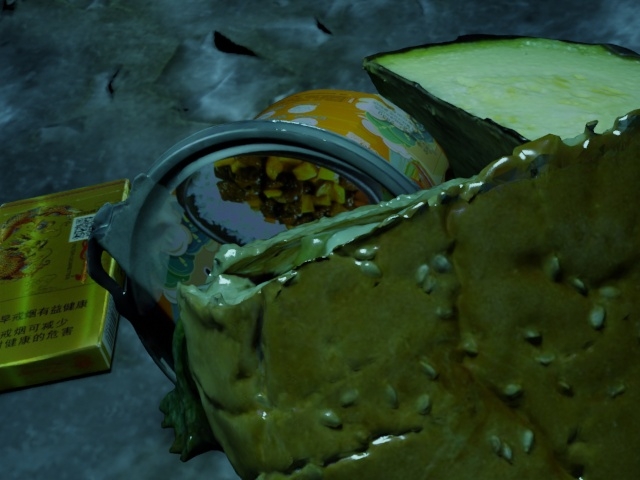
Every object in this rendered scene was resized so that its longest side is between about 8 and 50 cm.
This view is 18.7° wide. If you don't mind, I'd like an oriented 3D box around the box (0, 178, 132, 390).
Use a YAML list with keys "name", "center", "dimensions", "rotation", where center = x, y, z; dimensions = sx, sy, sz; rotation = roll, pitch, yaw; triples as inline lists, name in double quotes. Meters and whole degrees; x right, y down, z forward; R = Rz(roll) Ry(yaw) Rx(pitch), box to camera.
- name: "box"
  center: [-0.157, 0.025, 1.137]
  dimensions: [0.089, 0.022, 0.156]
  rotation: [-12, 37, 9]

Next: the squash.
- name: "squash"
  center: [0.140, -0.046, 1.065]
  dimensions: [0.184, 0.085, 0.192]
  rotation: [-9, 29, -36]

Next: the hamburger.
- name: "hamburger"
  center: [0.090, 0.064, 0.847]
  dimensions: [0.308, 0.211, 0.132]
  rotation: [-20, 5, -9]

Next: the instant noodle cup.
- name: "instant noodle cup"
  center: [0.000, 0.000, 0.994]
  dimensions: [0.208, 0.178, 0.125]
  rotation: [24, 30, 5]
